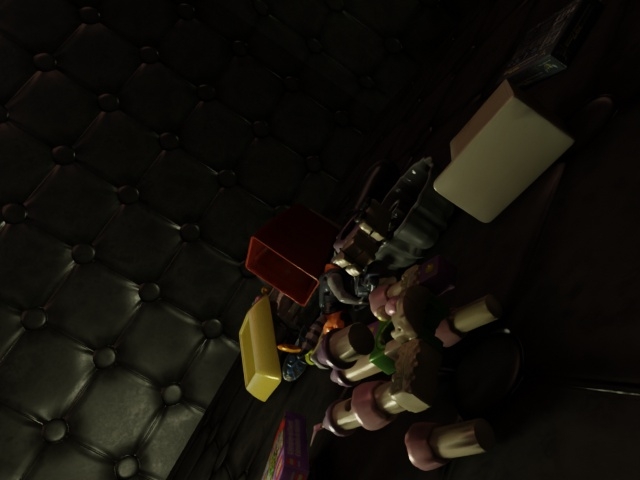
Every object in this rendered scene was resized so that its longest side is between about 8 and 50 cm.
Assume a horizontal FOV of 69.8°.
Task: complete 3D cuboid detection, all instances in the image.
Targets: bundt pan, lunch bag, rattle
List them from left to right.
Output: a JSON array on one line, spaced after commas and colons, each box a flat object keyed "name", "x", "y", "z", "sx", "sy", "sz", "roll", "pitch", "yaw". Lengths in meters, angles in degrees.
[{"name": "lunch bag", "x": -0.088, "y": 0.218, "z": 1.835, "sx": 0.305, "sy": 0.212, "sz": 0.256, "roll": -59, "pitch": 4, "yaw": -16}, {"name": "rattle", "x": -0.026, "y": 0.293, "z": 1.507, "sx": 0.200, "sy": 0.143, "sz": 0.130, "roll": -63, "pitch": -10, "yaw": 4}, {"name": "bundt pan", "x": 0.247, "y": -0.058, "z": 1.246, "sx": 0.331, "sy": 0.124, "sz": 0.331, "roll": -56, "pitch": 8, "yaw": 12}]

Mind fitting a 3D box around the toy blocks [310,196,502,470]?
[{"name": "toy blocks", "x": 0.084, "y": 0.163, "z": 0.733, "sx": 0.260, "sy": 0.309, "sz": 0.288, "roll": -40, "pitch": 18, "yaw": 45}]

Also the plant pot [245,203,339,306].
[{"name": "plant pot", "x": -0.083, "y": 0.033, "z": 1.636, "sx": 0.236, "sy": 0.267, "sz": 0.267, "roll": -55, "pitch": -4, "yaw": -29}]

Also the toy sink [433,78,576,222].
[{"name": "toy sink", "x": 0.362, "y": -0.180, "z": 0.944, "sx": 0.234, "sy": 0.153, "sz": 0.131, "roll": -53, "pitch": 9, "yaw": 33}]

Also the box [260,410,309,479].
[{"name": "box", "x": -0.098, "y": 0.553, "z": 0.991, "sx": 0.201, "sy": 0.057, "sz": 0.293, "roll": -116, "pitch": 44, "yaw": -80}]

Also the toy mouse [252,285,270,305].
[{"name": "toy mouse", "x": -0.257, "y": 0.250, "z": 1.897, "sx": 0.143, "sy": 0.031, "sz": 0.161, "roll": -57, "pitch": 3, "yaw": -7}]

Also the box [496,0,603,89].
[{"name": "box", "x": 0.574, "y": -0.492, "z": 1.172, "sx": 0.183, "sy": 0.059, "sz": 0.232, "roll": -58, "pitch": 9, "yaw": -4}]

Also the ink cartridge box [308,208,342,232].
[{"name": "ink cartridge box", "x": 0.000, "y": 0.000, "z": 2.048, "sx": 0.193, "sy": 0.234, "sz": 0.088, "roll": -60, "pitch": 0, "yaw": -19}]

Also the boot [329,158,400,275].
[{"name": "boot", "x": 0.154, "y": -0.058, "z": 1.671, "sx": 0.367, "sy": 0.146, "sz": 0.445, "roll": -64, "pitch": 0, "yaw": 35}]

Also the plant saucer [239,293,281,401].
[{"name": "plant saucer", "x": -0.245, "y": 0.418, "z": 1.754, "sx": 0.333, "sy": 0.081, "sz": 0.333, "roll": 119, "pitch": 145, "yaw": -54}]

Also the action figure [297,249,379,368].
[{"name": "action figure", "x": 0.050, "y": 0.174, "z": 1.281, "sx": 0.341, "sy": 0.178, "sz": 0.330, "roll": 107, "pitch": 173, "yaw": -67}]

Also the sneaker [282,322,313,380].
[{"name": "sneaker", "x": -0.063, "y": 0.394, "z": 1.601, "sx": 0.211, "sy": 0.080, "sz": 0.081, "roll": -60, "pitch": -13, "yaw": -16}]

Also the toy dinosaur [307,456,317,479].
[{"name": "toy dinosaur", "x": -0.019, "y": 0.510, "z": 1.002, "sx": 0.082, "sy": 0.090, "sz": 0.047, "roll": 39, "pitch": 124, "yaw": 44}]

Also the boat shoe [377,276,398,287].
[{"name": "boat shoe", "x": 0.182, "y": 0.126, "z": 1.237, "sx": 0.049, "sy": 0.042, "sz": 0.133, "roll": -39, "pitch": 4, "yaw": -15}]
